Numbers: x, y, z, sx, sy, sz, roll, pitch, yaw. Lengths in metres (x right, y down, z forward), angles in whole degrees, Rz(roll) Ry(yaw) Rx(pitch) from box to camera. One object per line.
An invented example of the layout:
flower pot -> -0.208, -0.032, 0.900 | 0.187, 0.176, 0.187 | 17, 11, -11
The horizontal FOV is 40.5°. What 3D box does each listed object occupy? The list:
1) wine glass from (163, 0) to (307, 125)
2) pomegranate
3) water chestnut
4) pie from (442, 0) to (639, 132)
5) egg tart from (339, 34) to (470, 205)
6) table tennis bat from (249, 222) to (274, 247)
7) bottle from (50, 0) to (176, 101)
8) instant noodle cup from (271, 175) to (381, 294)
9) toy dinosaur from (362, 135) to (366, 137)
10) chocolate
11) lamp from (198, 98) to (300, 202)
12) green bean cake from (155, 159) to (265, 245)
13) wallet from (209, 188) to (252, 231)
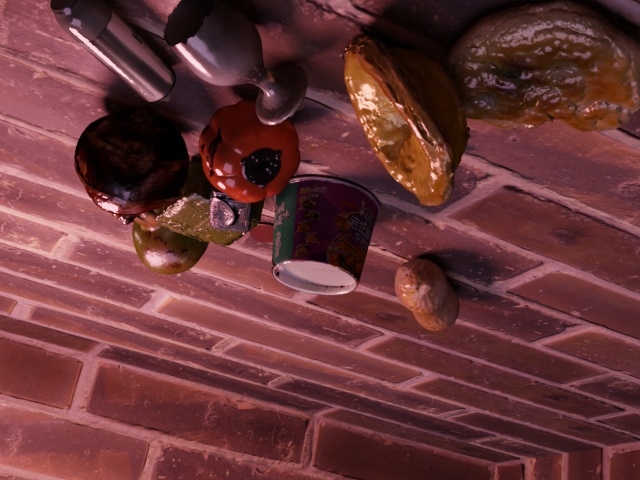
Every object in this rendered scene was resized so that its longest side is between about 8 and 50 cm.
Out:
wine glass -> -0.133, -0.292, 1.395 | 0.126, 0.127, 0.241 | -10, 152, 37
pomegranate -> -0.354, -0.012, 2.051 | 0.189, 0.159, 0.241 | 10, 153, -6
water chestnut -> -0.376, -0.139, 1.698 | 0.223, 0.224, 0.238 | 15, 123, -12
pie -> 0.340, -0.254, 1.358 | 0.337, 0.075, 0.337 | 10, 157, 4
egg tart -> 0.149, -0.202, 1.388 | 0.120, 0.315, 0.315 | -31, 155, -8
table tennis bat -> -0.121, -0.005, 2.155 | 0.095, 0.014, 0.158 | 1, 152, 16
bottle -> -0.346, -0.330, 1.453 | 0.096, 0.079, 0.253 | 40, 179, 38
instant noodle cup -> 0.000, 0.000, 1.902 | 0.251, 0.190, 0.251 | 8, 156, 3
toy dinosaur -> 0.177, -0.176, 1.639 | 0.161, 0.039, 0.126 | -2, 155, 27
chocolate -> 0.268, 0.135, 2.182 | 0.134, 0.134, 0.309 | -1, 158, 23
lamp -> -0.133, -0.170, 1.606 | 0.187, 0.164, 0.188 | -14, 128, -19
green bean cake -> -0.241, -0.078, 1.917 | 0.200, 0.113, 0.214 | 21, 152, -27
wallet -> -0.186, -0.059, 1.798 | 0.088, 0.026, 0.129 | 7, 145, -3
